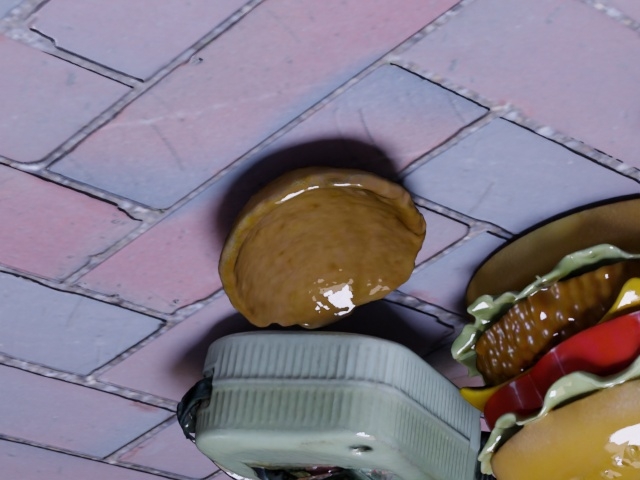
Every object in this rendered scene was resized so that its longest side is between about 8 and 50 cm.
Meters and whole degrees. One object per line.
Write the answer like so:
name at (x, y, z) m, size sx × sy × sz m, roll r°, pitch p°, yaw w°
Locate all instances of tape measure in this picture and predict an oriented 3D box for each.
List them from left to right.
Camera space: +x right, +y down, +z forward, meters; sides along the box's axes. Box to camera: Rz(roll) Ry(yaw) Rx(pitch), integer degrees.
tape measure at (0.010, 0.155, 1.545) m, size 0.207 × 0.115 × 0.235 m, roll -4°, pitch 158°, yaw 25°

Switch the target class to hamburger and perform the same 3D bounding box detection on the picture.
hamburger at (0.244, 0.114, 1.487) m, size 0.274 × 0.212 × 0.274 m, roll -8°, pitch 151°, yaw -4°

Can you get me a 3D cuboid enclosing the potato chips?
potato chips at (0.000, 0.000, 1.380) m, size 0.150 × 0.049 × 0.201 m, roll -16°, pitch 148°, yaw 6°
